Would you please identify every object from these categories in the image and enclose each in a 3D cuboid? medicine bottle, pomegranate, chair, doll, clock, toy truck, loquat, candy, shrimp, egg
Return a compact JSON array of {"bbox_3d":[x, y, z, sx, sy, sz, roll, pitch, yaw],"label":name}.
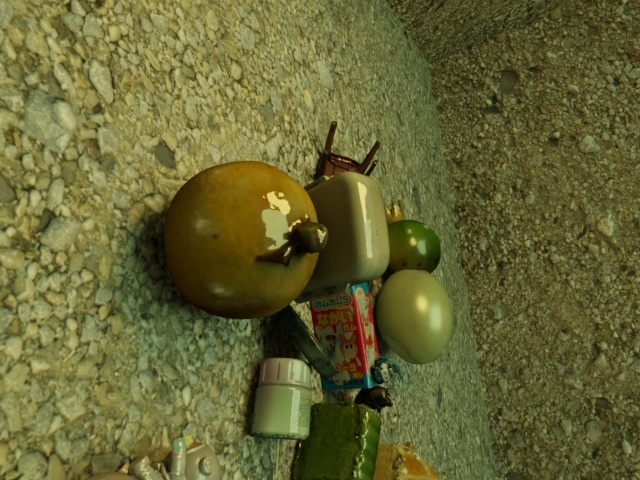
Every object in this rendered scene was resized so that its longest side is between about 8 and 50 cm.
[{"bbox_3d":[0.000,0.000,1.048,0.123,0.375,0.283,3,74,-39],"label":"medicine bottle"},{"bbox_3d":[0.369,-0.003,1.773,0.309,0.216,0.359,16,59,-66],"label":"pomegranate"},{"bbox_3d":[0.075,-0.221,1.518,0.326,0.183,0.176,111,-6,-52],"label":"chair"},{"bbox_3d":[-0.269,0.408,0.683,0.287,0.150,0.151,2,77,-61],"label":"doll"},{"bbox_3d":[-0.033,0.257,1.093,0.215,0.042,0.215,52,-7,9],"label":"clock"},{"bbox_3d":[-0.087,0.367,1.000,0.135,0.135,0.169,35,50,-48],"label":"medicine bottle"},{"bbox_3d":[0.193,0.358,1.192,0.073,0.090,0.056,-36,108,-57],"label":"toy truck"},{"bbox_3d":[-0.135,-0.004,0.865,0.328,0.359,0.329,5,84,-51],"label":"loquat"},{"bbox_3d":[0.071,0.273,1.270,0.100,0.157,0.306,7,73,-57],"label":"candy"},{"bbox_3d":[0.128,0.480,1.224,0.058,0.296,0.169,32,74,2],"label":"shrimp"},{"bbox_3d":[0.344,0.288,1.589,0.278,0.278,0.336,40,46,-45],"label":"egg"}]

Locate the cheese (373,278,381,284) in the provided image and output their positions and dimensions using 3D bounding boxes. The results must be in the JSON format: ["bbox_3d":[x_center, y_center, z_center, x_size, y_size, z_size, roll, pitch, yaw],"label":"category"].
[{"bbox_3d":[0.182,0.022,1.599,0.189,0.074,0.286,-5,83,-61],"label":"cheese"}]

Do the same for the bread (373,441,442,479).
[{"bbox_3d":[0.175,0.773,1.125,0.390,0.279,0.371,54,34,-29],"label":"bread"}]

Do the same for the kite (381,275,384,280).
[{"bbox_3d":[0.192,0.004,1.713,0.377,0.013,0.328,3,75,-58],"label":"kite"}]

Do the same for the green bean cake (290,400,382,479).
[{"bbox_3d":[0.044,0.521,1.086,0.113,0.200,0.214,51,38,-37],"label":"green bean cake"}]
